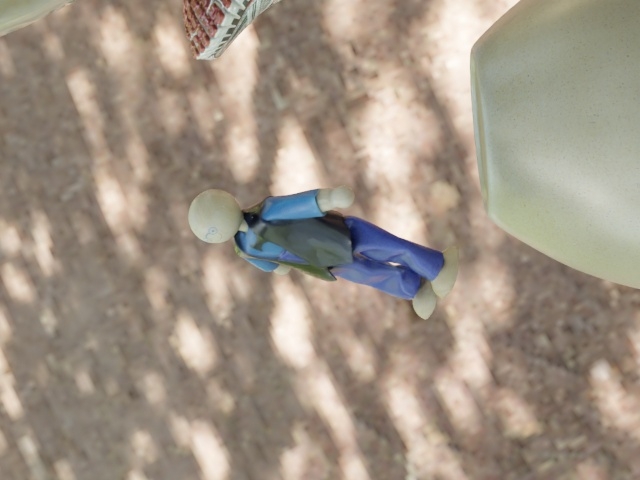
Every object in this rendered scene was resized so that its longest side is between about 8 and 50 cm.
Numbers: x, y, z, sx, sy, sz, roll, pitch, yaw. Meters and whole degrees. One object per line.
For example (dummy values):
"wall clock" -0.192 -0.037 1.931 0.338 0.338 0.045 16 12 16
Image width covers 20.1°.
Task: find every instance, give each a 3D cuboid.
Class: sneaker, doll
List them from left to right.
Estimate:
"sneaker" -0.042 -0.222 1.507 0.225 0.093 0.088 -42 50 43
"doll" 0.000 0.000 1.262 0.129 0.189 0.046 125 158 -58

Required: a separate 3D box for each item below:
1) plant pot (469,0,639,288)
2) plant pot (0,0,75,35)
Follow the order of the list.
"plant pot" 0.212 -0.091 1.346 0.284 0.191 0.284 -5 -90 -88
"plant pot" -0.147 -0.251 0.509 0.333 0.334 0.305 62 163 4
